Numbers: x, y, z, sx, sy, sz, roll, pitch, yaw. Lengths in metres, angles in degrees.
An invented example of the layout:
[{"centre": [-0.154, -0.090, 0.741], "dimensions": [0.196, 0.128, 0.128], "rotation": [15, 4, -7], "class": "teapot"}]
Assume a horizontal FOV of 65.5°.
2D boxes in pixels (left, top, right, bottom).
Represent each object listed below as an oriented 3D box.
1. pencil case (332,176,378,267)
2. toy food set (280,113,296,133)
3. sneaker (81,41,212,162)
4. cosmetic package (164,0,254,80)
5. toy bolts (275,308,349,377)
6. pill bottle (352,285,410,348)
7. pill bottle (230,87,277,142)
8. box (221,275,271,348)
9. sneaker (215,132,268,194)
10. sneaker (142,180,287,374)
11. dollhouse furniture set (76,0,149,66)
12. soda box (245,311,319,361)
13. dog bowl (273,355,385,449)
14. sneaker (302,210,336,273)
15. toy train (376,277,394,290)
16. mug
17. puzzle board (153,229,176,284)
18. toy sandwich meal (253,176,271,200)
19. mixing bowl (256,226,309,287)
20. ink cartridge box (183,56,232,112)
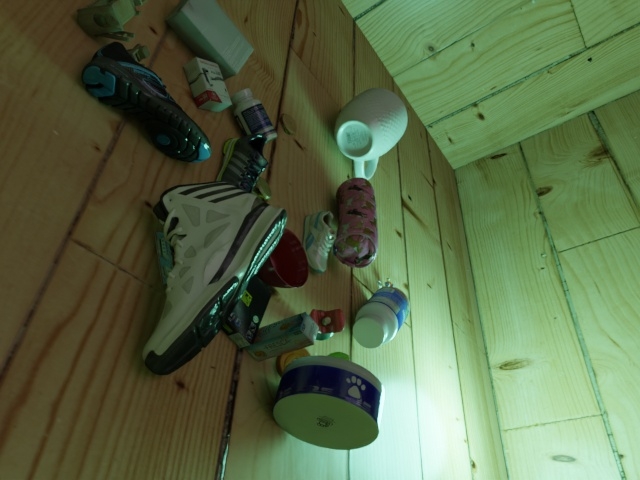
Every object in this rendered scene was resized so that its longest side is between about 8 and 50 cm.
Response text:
[{"centre": [0.127, -0.074, 1.812], "dimensions": [0.386, 0.167, 0.160], "rotation": [-84, 152, -51], "class": "pencil case"}, {"centre": [-0.117, -0.428, 1.829], "dimensions": [0.082, 0.020, 0.083], "rotation": [-9, 79, -61], "class": "toy food set"}, {"centre": [-0.384, -0.325, 1.187], "dimensions": [0.341, 0.125, 0.139], "rotation": [43, 37, -37], "class": "sneaker"}, {"centre": [-0.326, -0.612, 1.484], "dimensions": [0.238, 0.107, 0.127], "rotation": [46, 58, -32], "class": "cosmetic package"}, {"centre": [-0.025, 0.308, 1.402], "dimensions": [0.218, 0.158, 0.228], "rotation": [7, 69, -13], "class": "toy bolts"}, {"centre": [0.213, 0.274, 1.759], "dimensions": [0.152, 0.152, 0.272], "rotation": [65, 29, -4], "class": "pill bottle"}, {"centre": [-0.212, -0.381, 1.555], "dimensions": [0.169, 0.094, 0.094], "rotation": [63, 29, -8], "class": "pill bottle"}, {"centre": [-0.213, 0.138, 1.238], "dimensions": [0.190, 0.045, 0.184], "rotation": [53, 34, -26], "class": "box"}, {"centre": [-0.212, -0.191, 1.390], "dimensions": [0.111, 0.121, 0.300], "rotation": [36, 42, -44], "class": "sneaker"}, {"centre": [-0.289, 0.051, 1.078], "dimensions": [0.257, 0.169, 0.447], "rotation": [29, 60, 7], "class": "sneaker"}, {"centre": [-0.484, -0.521, 1.228], "dimensions": [0.182, 0.101, 0.161], "rotation": [-78, 161, -47], "class": "dollhouse furniture set"}, {"centre": [-0.096, 0.238, 1.220], "dimensions": [0.063, 0.183, 0.058], "rotation": [52, 32, -25], "class": "soda box"}, {"centre": [0.021, 0.402, 1.221], "dimensions": [0.265, 0.265, 0.104], "rotation": [51, 35, -28], "class": "dog bowl"}, {"centre": [0.000, 0.000, 1.652], "dimensions": [0.087, 0.092, 0.228], "rotation": [36, 43, -47], "class": "sneaker"}, {"centre": [0.253, 0.210, 1.991], "dimensions": [0.166, 0.046, 0.125], "rotation": [14, 57, -60], "class": "toy train"}, {"centre": [0.204, -0.446, 2.180], "dimensions": [0.328, 0.276, 0.374], "rotation": [-50, 145, -53], "class": "mug"}, {"centre": [-0.331, 0.042, 1.138], "dimensions": [0.096, 0.011, 0.128], "rotation": [13, 59, -57], "class": "puzzle board"}, {"centre": [-0.181, -0.158, 1.521], "dimensions": [0.085, 0.029, 0.085], "rotation": [55, 20, -32], "class": "toy sandwich meal"}, {"centre": [-0.124, 0.059, 1.389], "dimensions": [0.181, 0.098, 0.181], "rotation": [39, 39, -43], "class": "mixing bowl"}, {"centre": [-0.327, -0.451, 1.446], "dimensions": [0.099, 0.056, 0.135], "rotation": [-13, 82, -61], "class": "ink cartridge box"}]
